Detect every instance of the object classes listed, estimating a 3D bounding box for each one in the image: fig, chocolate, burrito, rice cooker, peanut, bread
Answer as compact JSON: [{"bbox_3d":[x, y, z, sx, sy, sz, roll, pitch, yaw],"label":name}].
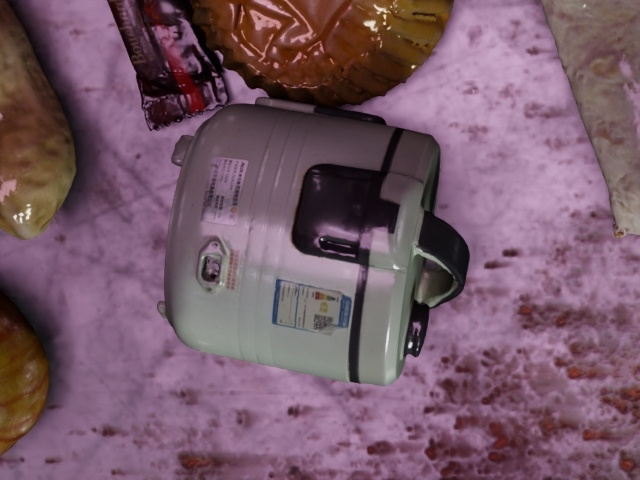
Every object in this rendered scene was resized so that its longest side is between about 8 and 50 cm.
[{"bbox_3d":[-0.333,0.119,1.273,0.175,0.207,0.175,3,102,13],"label":"fig"},{"bbox_3d":[-0.145,-0.192,1.306,0.086,0.028,0.182,-18,94,12],"label":"chocolate"},{"bbox_3d":[0.270,-0.146,1.214,0.143,0.105,0.299,-17,95,13],"label":"burrito"},{"bbox_3d":[0.000,0.000,1.210,0.244,0.226,0.226,13,97,9],"label":"rice cooker"},{"bbox_3d":[-0.293,-0.120,1.280,0.122,0.137,0.253,-26,94,11],"label":"peanut"},{"bbox_3d":[-0.002,-0.215,1.217,0.240,0.139,0.239,4,112,9],"label":"bread"}]
